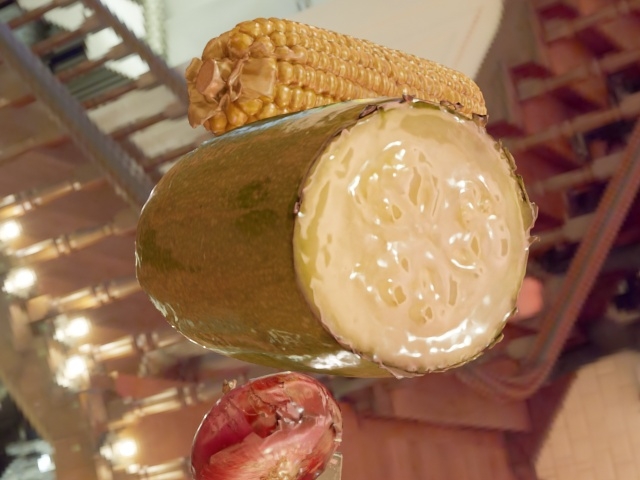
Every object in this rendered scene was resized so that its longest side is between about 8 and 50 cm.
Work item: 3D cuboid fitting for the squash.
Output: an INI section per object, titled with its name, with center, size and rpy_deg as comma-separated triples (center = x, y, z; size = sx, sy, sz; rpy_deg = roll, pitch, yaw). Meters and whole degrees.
[squash]
center = 0.000, 0.000, 0.894
size = 0.189, 0.260, 0.189
rpy_deg = 2, 86, -27

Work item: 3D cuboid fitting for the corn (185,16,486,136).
[corn]
center = 0.033, -0.144, 1.340
size = 0.387, 0.144, 0.144
rpy_deg = 2, 73, -41

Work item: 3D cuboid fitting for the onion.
[onion]
center = -0.062, 0.169, 1.200
size = 0.150, 0.150, 0.140
rpy_deg = 32, 17, -48

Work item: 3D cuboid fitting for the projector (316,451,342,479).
[projector]
center = -0.026, 0.260, 1.325
size = 0.083, 0.082, 0.083
rpy_deg = 103, -5, -47
